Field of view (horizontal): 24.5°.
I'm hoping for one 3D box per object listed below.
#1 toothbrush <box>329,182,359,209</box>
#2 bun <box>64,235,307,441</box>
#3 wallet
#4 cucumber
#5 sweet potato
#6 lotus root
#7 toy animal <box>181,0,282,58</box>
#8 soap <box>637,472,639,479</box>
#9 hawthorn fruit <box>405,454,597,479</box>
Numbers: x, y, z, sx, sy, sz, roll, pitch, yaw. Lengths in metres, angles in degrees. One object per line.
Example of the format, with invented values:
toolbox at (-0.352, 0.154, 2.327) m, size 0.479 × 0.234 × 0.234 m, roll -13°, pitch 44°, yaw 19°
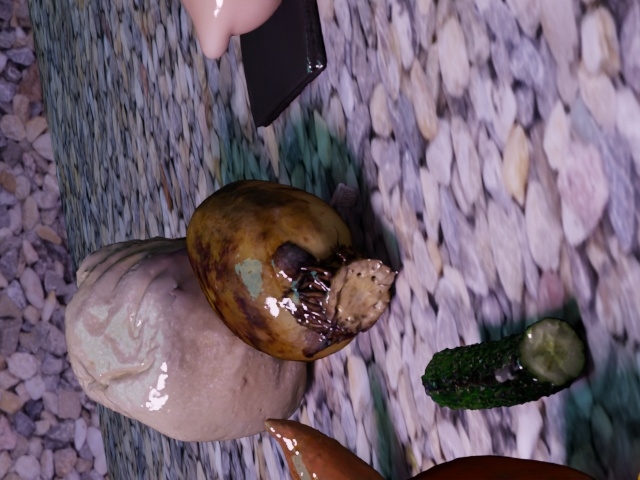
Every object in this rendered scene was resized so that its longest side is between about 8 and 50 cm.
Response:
toothbrush at (0.000, 0.000, 1.522) m, size 0.257 × 0.024 × 0.018 m, roll 120°, pitch 160°, yaw -63°
bun at (-0.144, 0.093, 1.621) m, size 0.281 × 0.281 × 0.205 m, roll -138°, pitch 50°, yaw -64°
wallet at (-0.047, -0.207, 1.581) m, size 0.244 × 0.025 × 0.124 m, roll 148°, pitch 114°, yaw -71°
cucumber at (0.136, 0.095, 1.087) m, size 0.187 × 0.058 × 0.058 m, roll 150°, pitch 111°, yaw -69°
sweet potato at (0.053, 0.317, 1.355) m, size 0.095 × 0.106 × 0.354 m, roll -34°, pitch 74°, yaw 60°
lotus root at (-0.048, 0.027, 1.442) m, size 0.314 × 0.141 × 0.169 m, roll 25°, pitch 139°, yaw 56°
toy animal at (-0.151, -0.382, 1.455) m, size 0.277 × 0.247 × 0.345 m, roll -114°, pitch 28°, yaw -52°
soap at (0.243, 0.122, 0.669) m, size 0.204 × 0.096 × 0.324 m, roll -122°, pitch 31°, yaw -47°
hawthorn fruit at (0.121, 0.228, 0.930) m, size 0.250 × 0.215 × 0.215 m, roll 135°, pitch 126°, yaw -65°
